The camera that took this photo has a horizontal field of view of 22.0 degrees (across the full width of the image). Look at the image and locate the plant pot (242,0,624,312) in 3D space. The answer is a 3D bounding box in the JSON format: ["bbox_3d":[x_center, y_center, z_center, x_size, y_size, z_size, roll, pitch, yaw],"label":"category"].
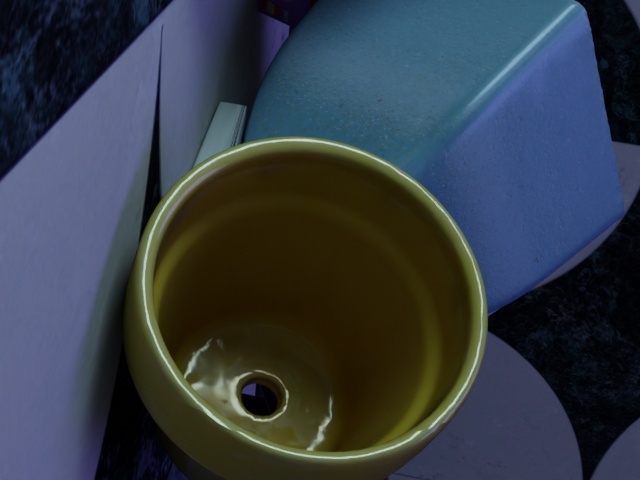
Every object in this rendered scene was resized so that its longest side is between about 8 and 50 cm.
[{"bbox_3d":[0.076,-0.067,1.423,0.252,0.248,0.247,-44,136,-26],"label":"plant pot"}]

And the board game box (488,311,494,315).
[{"bbox_3d":[0.084,-0.012,1.630,0.053,0.193,0.305,54,3,-37],"label":"board game box"}]

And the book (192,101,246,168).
[{"bbox_3d":[-0.090,-0.032,1.374,0.096,0.035,0.144,94,7,-47],"label":"book"}]

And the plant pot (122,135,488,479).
[{"bbox_3d":[-0.029,0.085,1.241,0.239,0.254,0.254,118,-13,-62],"label":"plant pot"}]

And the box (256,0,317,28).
[{"bbox_3d":[0.038,-0.353,1.463,0.293,0.057,0.201,-59,168,-28],"label":"box"}]

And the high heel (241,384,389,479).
[{"bbox_3d":[-0.003,0.088,1.585,0.127,0.181,0.377,-69,167,-53],"label":"high heel"}]
